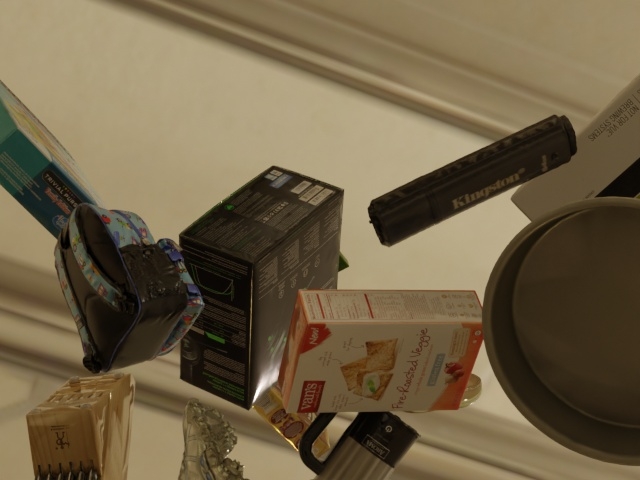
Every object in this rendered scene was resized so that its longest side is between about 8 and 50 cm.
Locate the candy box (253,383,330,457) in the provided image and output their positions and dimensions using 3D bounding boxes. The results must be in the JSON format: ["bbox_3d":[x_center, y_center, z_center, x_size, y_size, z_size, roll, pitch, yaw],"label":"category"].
[{"bbox_3d":[-0.063,0.295,2.372,0.053,0.186,0.109,-40,-160,12],"label":"candy box"}]

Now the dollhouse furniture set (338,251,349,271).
[{"bbox_3d":[0.000,0.000,2.426,0.058,0.076,0.151,-30,-140,9],"label":"dollhouse furniture set"}]

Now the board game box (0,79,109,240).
[{"bbox_3d":[-0.439,-0.127,2.022,0.079,0.254,0.336,-41,-142,-1],"label":"board game box"}]

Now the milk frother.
[{"bbox_3d":[0.049,0.276,1.766,0.134,0.129,0.143,-53,159,-4],"label":"milk frother"}]

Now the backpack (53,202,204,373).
[{"bbox_3d":[-0.230,0.043,1.548,0.173,0.117,0.158,59,-42,25],"label":"backpack"}]

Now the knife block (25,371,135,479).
[{"bbox_3d":[-0.300,0.315,1.726,0.275,0.088,0.242,-53,138,-79],"label":"knife block"}]

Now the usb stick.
[{"bbox_3d":[0.188,-0.074,1.673,0.045,0.278,0.077,-119,-175,-45],"label":"usb stick"}]

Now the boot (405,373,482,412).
[{"bbox_3d":[0.220,0.213,2.390,0.077,0.213,0.165,22,-71,45],"label":"boot"}]

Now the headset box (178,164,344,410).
[{"bbox_3d":[-0.087,0.075,1.989,0.246,0.131,0.283,-41,143,-46],"label":"headset box"}]

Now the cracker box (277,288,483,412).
[{"bbox_3d":[0.075,0.138,1.663,0.067,0.232,0.155,-106,-158,-48],"label":"cracker box"}]

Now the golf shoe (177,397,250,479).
[{"bbox_3d":[-0.132,0.238,1.445,0.086,0.069,0.176,-49,-156,13],"label":"golf shoe"}]

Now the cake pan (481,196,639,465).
[{"bbox_3d":[0.313,0.089,1.384,0.054,0.293,0.293,-37,155,-60],"label":"cake pan"}]

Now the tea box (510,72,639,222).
[{"bbox_3d":[0.505,-0.075,1.824,0.329,0.323,0.220,-45,175,38],"label":"tea box"}]
